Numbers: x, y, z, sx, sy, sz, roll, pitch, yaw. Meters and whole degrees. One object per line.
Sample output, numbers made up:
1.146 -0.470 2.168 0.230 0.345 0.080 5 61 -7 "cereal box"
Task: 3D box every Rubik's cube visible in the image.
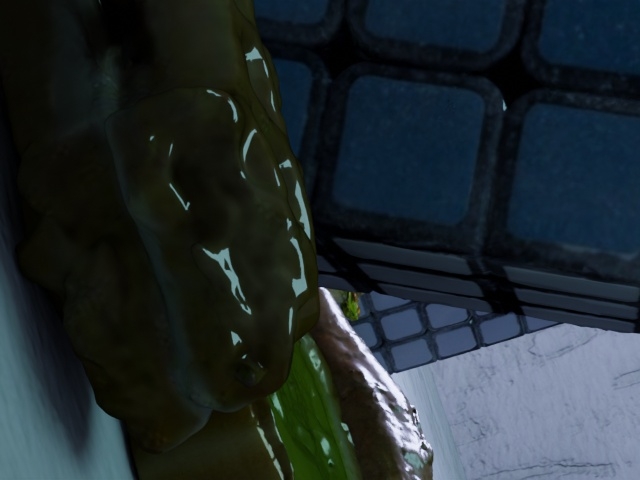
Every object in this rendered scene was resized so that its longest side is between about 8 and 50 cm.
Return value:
0.087 -0.040 1.620 0.237 0.237 0.238 -100 172 -45 "Rubik's cube"
0.090 -0.120 1.058 0.304 0.301 0.305 39 60 -78 "Rubik's cube"

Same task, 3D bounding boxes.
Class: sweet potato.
0.032 0.159 1.173 0.114 0.092 0.341 44 23 -43 "sweet potato"

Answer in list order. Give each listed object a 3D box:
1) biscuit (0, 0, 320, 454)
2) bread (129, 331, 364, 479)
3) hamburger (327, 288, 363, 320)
-0.099 -0.122 0.644 0.268 0.115 0.366 -99 171 -58 "biscuit"
-0.035 0.092 0.829 0.236 0.070 0.236 -19 90 -84 "bread"
0.000 0.000 1.400 0.126 0.081 0.141 63 10 -61 "hamburger"
